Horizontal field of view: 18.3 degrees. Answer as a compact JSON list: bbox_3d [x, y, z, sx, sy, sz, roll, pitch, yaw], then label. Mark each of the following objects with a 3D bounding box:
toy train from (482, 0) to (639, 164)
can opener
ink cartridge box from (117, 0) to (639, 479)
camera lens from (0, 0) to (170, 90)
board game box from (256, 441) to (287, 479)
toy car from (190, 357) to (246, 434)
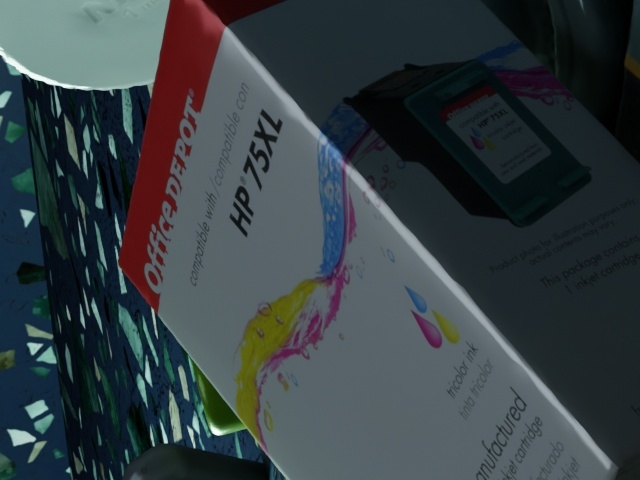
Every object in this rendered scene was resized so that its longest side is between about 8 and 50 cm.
[{"bbox_3d":[0.130,0.021,0.613,0.190,0.142,0.334,48,147,42],"label":"toy train"},{"bbox_3d":[-0.059,0.198,1.345,0.283,0.095,0.076,25,-144,-61],"label":"can opener"},{"bbox_3d":[0.016,0.001,0.572,0.231,0.078,0.134,49,146,25],"label":"ink cartridge box"},{"bbox_3d":[-0.153,-0.265,1.307,0.219,0.219,0.274,100,155,-56],"label":"camera lens"},{"bbox_3d":[0.028,0.127,1.190,0.254,0.079,0.336,98,157,-54],"label":"board game box"},{"bbox_3d":[0.000,0.000,0.976,0.188,0.155,0.149,86,168,-71],"label":"toy car"}]
